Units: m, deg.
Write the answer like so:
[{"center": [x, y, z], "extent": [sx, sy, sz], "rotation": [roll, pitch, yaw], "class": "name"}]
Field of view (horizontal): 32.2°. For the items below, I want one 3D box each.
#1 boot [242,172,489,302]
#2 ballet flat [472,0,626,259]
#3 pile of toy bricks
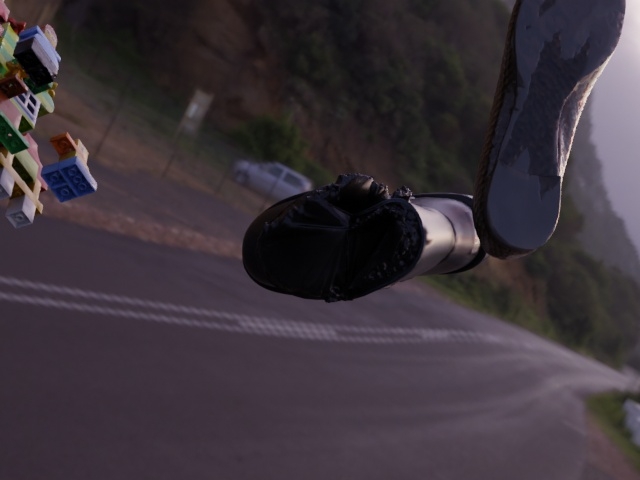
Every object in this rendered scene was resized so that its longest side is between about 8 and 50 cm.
[{"center": [0.000, 0.000, 0.890], "extent": [0.246, 0.094, 0.207], "rotation": [-4, -1, 28], "class": "boot"}, {"center": [0.160, -0.102, 0.806], "extent": [0.084, 0.250, 0.058], "rotation": [18, -14, -7], "class": "ballet flat"}, {"center": [-0.236, -0.123, 0.836], "extent": [0.105, 0.118, 0.212], "rotation": [-93, 161, -46], "class": "pile of toy bricks"}]
